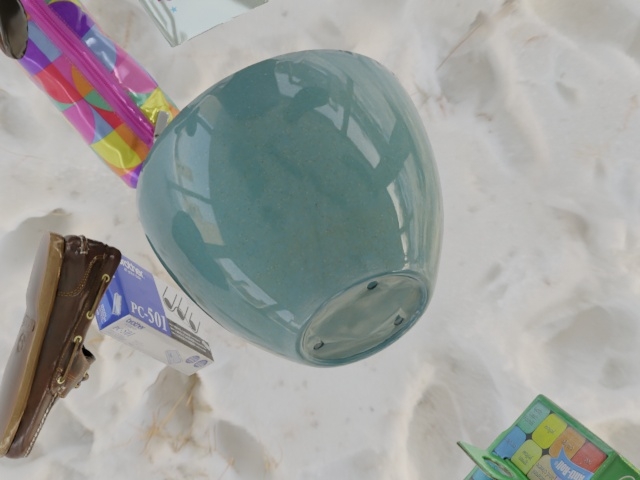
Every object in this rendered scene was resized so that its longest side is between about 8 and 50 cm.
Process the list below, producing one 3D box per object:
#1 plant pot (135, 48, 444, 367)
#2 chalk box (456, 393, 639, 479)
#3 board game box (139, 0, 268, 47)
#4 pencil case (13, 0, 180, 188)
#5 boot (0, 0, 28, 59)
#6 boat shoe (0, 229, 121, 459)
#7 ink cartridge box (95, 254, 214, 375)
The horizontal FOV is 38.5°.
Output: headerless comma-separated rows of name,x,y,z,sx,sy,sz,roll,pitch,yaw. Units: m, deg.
plant pot,0.000,0.000,0.843,0.290,0.290,0.195,-30,56,-1
chalk box,0.203,0.223,0.746,0.213,0.132,0.132,41,91,-18
board game box,-0.136,-0.342,0.757,0.097,0.303,0.224,-22,132,14
pencil case,-0.217,-0.155,0.865,0.104,0.104,0.236,-43,111,0
boot,-0.303,-0.184,0.753,0.114,0.037,0.106,-16,87,17
boat shoe,-0.229,0.096,0.796,0.073,0.073,0.207,16,98,-31
ink cartridge box,-0.209,0.093,1.135,0.046,0.207,0.097,-29,60,10
